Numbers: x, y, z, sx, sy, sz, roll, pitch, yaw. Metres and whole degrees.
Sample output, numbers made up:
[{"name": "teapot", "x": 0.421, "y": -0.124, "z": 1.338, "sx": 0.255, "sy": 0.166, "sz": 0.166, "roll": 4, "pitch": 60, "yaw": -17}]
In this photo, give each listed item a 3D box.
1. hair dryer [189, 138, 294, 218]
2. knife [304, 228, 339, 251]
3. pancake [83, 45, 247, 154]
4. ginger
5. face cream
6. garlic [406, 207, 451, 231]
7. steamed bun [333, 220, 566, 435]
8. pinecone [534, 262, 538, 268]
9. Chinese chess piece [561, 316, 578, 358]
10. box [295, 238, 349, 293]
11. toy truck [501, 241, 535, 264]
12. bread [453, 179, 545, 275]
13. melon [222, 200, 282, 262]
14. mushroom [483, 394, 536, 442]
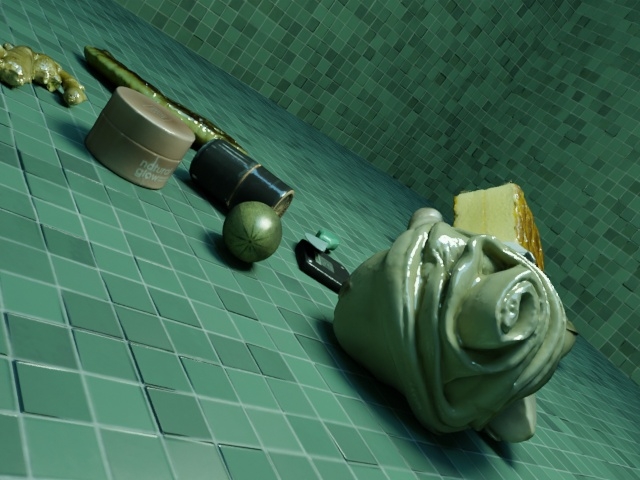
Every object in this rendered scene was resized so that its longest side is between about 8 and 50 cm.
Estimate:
[{"name": "hair dryer", "x": -0.133, "y": -0.106, "z": 1.384, "sx": 0.189, "sy": 0.107, "sz": 0.352, "roll": 37, "pitch": 5, "yaw": 8}, {"name": "knife", "x": -0.001, "y": -0.001, "z": 1.380, "sx": 0.063, "sy": 0.035, "sz": 0.260, "roll": 35, "pitch": 5, "yaw": 5}, {"name": "pancake", "x": -0.369, "y": -0.316, "z": 1.567, "sx": 0.426, "sy": 0.067, "sz": 0.305, "roll": 32, "pitch": 6, "yaw": -18}, {"name": "ginger", "x": -0.493, "y": -0.290, "z": 1.141, "sx": 0.193, "sy": 0.052, "sz": 0.176, "roll": 38, "pitch": 11, "yaw": -35}, {"name": "face cream", "x": -0.296, "y": -0.168, "z": 1.103, "sx": 0.149, "sy": 0.104, "sz": 0.149, "roll": 35, "pitch": 13, "yaw": -9}, {"name": "garlic", "x": 0.343, "y": 0.014, "z": 2.039, "sx": 0.228, "sy": 0.152, "sz": 0.228, "roll": 58, "pitch": 10, "yaw": -16}, {"name": "steamed bun", "x": 0.214, "y": 0.100, "z": 1.008, "sx": 0.309, "sy": 0.219, "sz": 0.324, "roll": -32, "pitch": 68, "yaw": -31}, {"name": "pinecone", "x": 0.468, "y": 0.166, "z": 1.696, "sx": 0.243, "sy": 0.243, "sz": 0.257, "roll": 8, "pitch": 62, "yaw": -65}, {"name": "Chinese chess piece", "x": 0.644, "y": 0.235, "z": 2.099, "sx": 0.338, "sy": 0.140, "sz": 0.338, "roll": 34, "pitch": 15, "yaw": -10}, {"name": "box", "x": 0.010, "y": 0.054, "z": 1.307, "sx": 0.125, "sy": 0.027, "sz": 0.126, "roll": 33, "pitch": 14, "yaw": -17}, {"name": "toy truck", "x": 0.300, "y": 0.088, "z": 1.424, "sx": 0.367, "sy": 0.146, "sz": 0.175, "roll": 1, "pitch": 60, "yaw": -27}, {"name": "bread", "x": 0.513, "y": 0.026, "z": 1.920, "sx": 0.279, "sy": 0.207, "sz": 0.279, "roll": 55, "pitch": 33, "yaw": -38}, {"name": "melon", "x": -0.109, "y": -0.013, "z": 1.074, "sx": 0.098, "sy": 0.098, "sz": 0.131, "roll": 34, "pitch": 16, "yaw": -11}, {"name": "mushroom", "x": 0.330, "y": 0.237, "z": 1.260, "sx": 0.154, "sy": 0.137, "sz": 0.407, "roll": 53, "pitch": 12, "yaw": 2}]
